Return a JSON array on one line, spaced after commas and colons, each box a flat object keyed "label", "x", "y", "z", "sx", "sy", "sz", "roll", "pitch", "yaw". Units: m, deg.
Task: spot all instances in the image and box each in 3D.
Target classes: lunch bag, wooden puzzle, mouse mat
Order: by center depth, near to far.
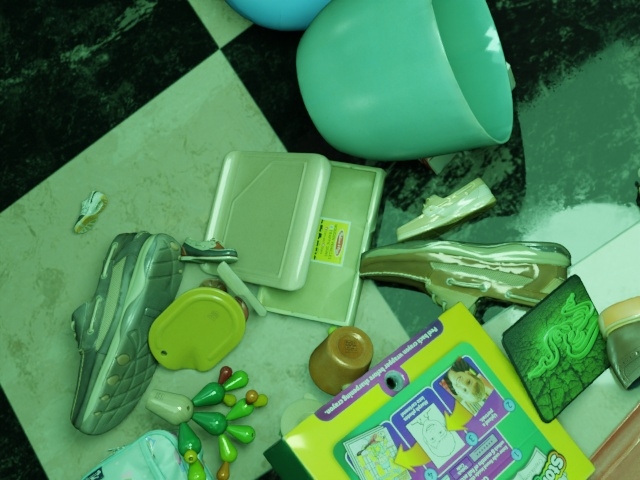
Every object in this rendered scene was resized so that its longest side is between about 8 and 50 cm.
[{"label": "mouse mat", "x": 0.353, "y": 0.156, "z": 1.400, "sx": 0.189, "sy": 0.007, "sz": 0.152, "roll": -34, "pitch": 99, "yaw": -31}, {"label": "lunch bag", "x": -0.259, "y": 0.451, "z": 1.551, "sx": 0.224, "sy": 0.108, "sz": 0.279, "roll": -35, "pitch": 74, "yaw": 8}, {"label": "wooden puzzle", "x": -0.090, "y": -0.037, "z": 1.581, "sx": 0.238, "sy": 0.044, "sz": 0.221, "roll": 9, "pitch": 84, "yaw": 43}]

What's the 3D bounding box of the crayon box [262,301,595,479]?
[{"label": "crayon box", "x": 0.158, "y": 0.311, "z": 1.339, "sx": 0.363, "sy": 0.106, "sz": 0.313, "roll": -32, "pitch": 80, "yaw": -31}]

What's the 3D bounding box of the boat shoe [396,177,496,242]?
[{"label": "boat shoe", "x": 0.193, "y": -0.047, "z": 1.532, "sx": 0.170, "sy": 0.063, "sz": 0.059, "roll": -24, "pitch": 73, "yaw": 1}]

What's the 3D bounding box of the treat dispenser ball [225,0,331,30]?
[{"label": "treat dispenser ball", "x": -0.048, "y": -0.483, "z": 1.541, "sx": 0.288, "sy": 0.288, "sz": 0.288, "roll": -2, "pitch": 81, "yaw": 15}]

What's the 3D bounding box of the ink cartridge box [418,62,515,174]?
[{"label": "ink cartridge box", "x": 0.145, "y": -0.272, "z": 1.548, "sx": 0.273, "sy": 0.114, "sz": 0.197, "roll": 42, "pitch": 95, "yaw": 17}]

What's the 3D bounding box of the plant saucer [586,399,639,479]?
[{"label": "plant saucer", "x": 0.516, "y": 0.326, "z": 1.331, "sx": 0.258, "sy": 0.048, "sz": 0.259, "roll": -50, "pitch": 34, "yaw": 3}]

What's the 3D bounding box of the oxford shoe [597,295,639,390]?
[{"label": "oxford shoe", "x": 0.587, "y": 0.127, "z": 1.348, "sx": 0.363, "sy": 0.130, "sz": 0.133, "roll": -18, "pitch": 58, "yaw": 21}]

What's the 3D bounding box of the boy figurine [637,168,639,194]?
[{"label": "boy figurine", "x": 0.556, "y": -0.063, "z": 1.419, "sx": 0.177, "sy": 0.092, "sz": 0.285, "roll": 15, "pitch": 83, "yaw": 14}]

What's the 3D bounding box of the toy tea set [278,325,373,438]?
[{"label": "toy tea set", "x": 0.036, "y": 0.284, "z": 1.455, "sx": 0.200, "sy": 0.124, "sz": 0.336, "roll": 30, "pitch": 55, "yaw": 4}]

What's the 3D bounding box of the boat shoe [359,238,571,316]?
[{"label": "boat shoe", "x": 0.219, "y": 0.062, "z": 1.476, "sx": 0.324, "sy": 0.122, "sz": 0.120, "roll": 0, "pitch": 85, "yaw": 16}]

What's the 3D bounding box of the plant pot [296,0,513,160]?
[{"label": "plant pot", "x": 0.108, "y": -0.245, "z": 1.356, "sx": 0.235, "sy": 0.293, "sz": 0.293, "roll": -15, "pitch": 78, "yaw": 27}]

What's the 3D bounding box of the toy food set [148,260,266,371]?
[{"label": "toy food set", "x": -0.188, "y": 0.126, "z": 1.598, "sx": 0.218, "sy": 0.071, "sz": 0.128, "roll": -42, "pitch": 106, "yaw": 19}]

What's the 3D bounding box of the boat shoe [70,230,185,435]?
[{"label": "boat shoe", "x": -0.345, "y": 0.151, "z": 1.624, "sx": 0.130, "sy": 0.132, "sz": 0.355, "roll": 14, "pitch": 77, "yaw": 26}]

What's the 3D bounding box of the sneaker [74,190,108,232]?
[{"label": "sneaker", "x": -0.415, "y": -0.051, "z": 1.714, "sx": 0.037, "sy": 0.032, "sz": 0.083, "roll": 36, "pitch": 87, "yaw": 31}]

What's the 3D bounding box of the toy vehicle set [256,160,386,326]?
[{"label": "toy vehicle set", "x": 0.000, "y": 0.000, "z": 1.585, "sx": 0.166, "sy": 0.035, "sz": 0.267, "roll": 11, "pitch": 85, "yaw": 17}]

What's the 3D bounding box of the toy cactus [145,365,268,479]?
[{"label": "toy cactus", "x": -0.190, "y": 0.284, "z": 1.522, "sx": 0.180, "sy": 0.112, "sz": 0.219, "roll": 21, "pitch": 61, "yaw": 0}]

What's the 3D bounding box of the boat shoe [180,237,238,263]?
[{"label": "boat shoe", "x": -0.185, "y": 0.016, "z": 1.591, "sx": 0.137, "sy": 0.049, "sz": 0.043, "roll": 0, "pitch": 76, "yaw": 47}]
